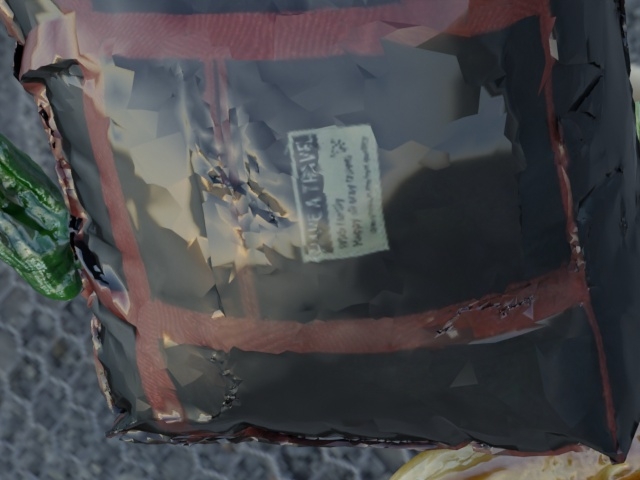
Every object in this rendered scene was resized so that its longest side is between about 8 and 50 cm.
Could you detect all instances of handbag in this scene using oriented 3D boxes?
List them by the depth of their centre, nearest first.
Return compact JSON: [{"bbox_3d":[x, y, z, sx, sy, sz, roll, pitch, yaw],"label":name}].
[{"bbox_3d":[0.000,-0.044,0.447,0.169,0.215,0.155,-1,23,23],"label":"handbag"}]

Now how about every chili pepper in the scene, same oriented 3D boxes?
[{"bbox_3d":[-0.315,-0.038,1.608,0.083,0.253,0.099,2,53,38],"label":"chili pepper"}]

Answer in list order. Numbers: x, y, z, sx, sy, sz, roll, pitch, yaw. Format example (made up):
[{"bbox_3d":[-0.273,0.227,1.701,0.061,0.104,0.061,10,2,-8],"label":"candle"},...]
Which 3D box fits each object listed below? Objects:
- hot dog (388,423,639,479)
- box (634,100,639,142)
[{"bbox_3d":[0.179,0.133,0.798,0.337,0.135,0.100,-14,3,-23],"label":"hot dog"},{"bbox_3d":[0.306,-0.005,1.824,0.173,0.043,0.311,-25,42,40],"label":"box"}]
